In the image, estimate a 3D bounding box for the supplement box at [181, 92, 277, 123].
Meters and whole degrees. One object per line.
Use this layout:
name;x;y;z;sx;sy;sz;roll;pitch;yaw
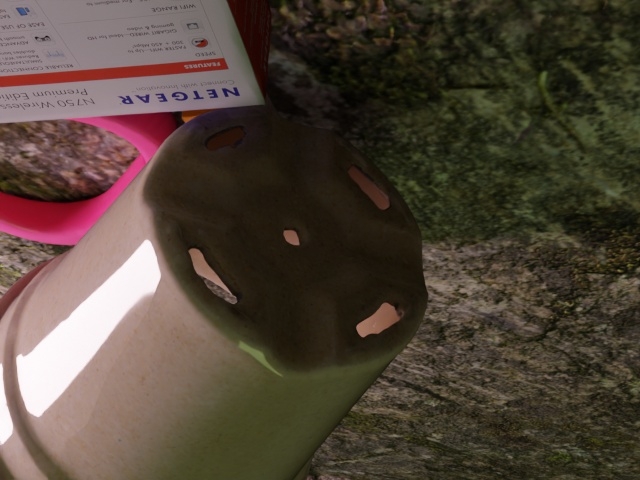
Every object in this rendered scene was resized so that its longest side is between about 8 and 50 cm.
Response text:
supplement box;-0.068;-0.094;0.726;0.062;0.036;0.098;-5;154;13

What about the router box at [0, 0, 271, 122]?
router box;-0.221;-0.180;0.493;0.335;0.082;0.301;-2;155;8

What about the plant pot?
plant pot;-0.084;0.067;0.710;0.334;0.334;0.305;14;140;-25

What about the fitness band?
fitness band;-0.247;-0.067;0.777;0.209;0.054;0.291;15;153;-28
